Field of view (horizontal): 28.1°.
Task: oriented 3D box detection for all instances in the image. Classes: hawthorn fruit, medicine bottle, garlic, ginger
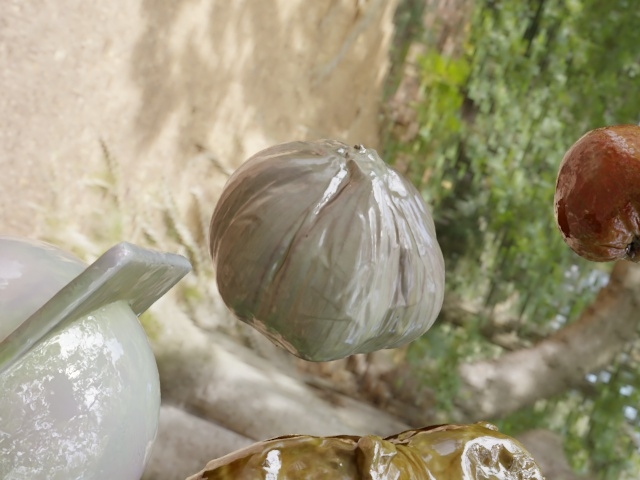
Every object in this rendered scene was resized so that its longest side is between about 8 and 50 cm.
[{"bbox_3d":[0.293,-0.049,1.266,0.133,0.132,0.138,105,-24,-55],"label":"hawthorn fruit"},{"bbox_3d":[-0.261,0.141,0.876,0.406,0.236,0.236,-41,175,1],"label":"medicine bottle"},{"bbox_3d":[0.000,0.000,1.582,0.259,0.317,0.317,-58,180,26],"label":"garlic"},{"bbox_3d":[-0.010,0.241,0.962,0.274,0.357,0.152,-42,-121,41],"label":"ginger"}]
